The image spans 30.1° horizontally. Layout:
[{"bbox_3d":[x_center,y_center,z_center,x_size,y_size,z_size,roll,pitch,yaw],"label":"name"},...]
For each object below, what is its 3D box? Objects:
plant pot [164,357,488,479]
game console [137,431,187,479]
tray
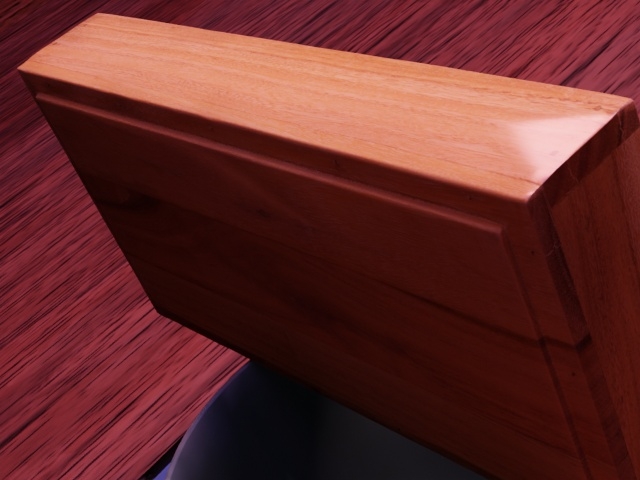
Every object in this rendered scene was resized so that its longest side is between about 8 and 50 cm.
[{"bbox_3d":[0.087,0.198,0.699,0.293,0.235,0.293,-17,31,11],"label":"plant pot"},{"bbox_3d":[-0.094,0.178,0.923,0.173,0.250,0.293,32,57,23],"label":"game console"},{"bbox_3d":[0.000,0.000,0.633,0.076,0.203,0.411,-40,35,-23],"label":"tray"}]
